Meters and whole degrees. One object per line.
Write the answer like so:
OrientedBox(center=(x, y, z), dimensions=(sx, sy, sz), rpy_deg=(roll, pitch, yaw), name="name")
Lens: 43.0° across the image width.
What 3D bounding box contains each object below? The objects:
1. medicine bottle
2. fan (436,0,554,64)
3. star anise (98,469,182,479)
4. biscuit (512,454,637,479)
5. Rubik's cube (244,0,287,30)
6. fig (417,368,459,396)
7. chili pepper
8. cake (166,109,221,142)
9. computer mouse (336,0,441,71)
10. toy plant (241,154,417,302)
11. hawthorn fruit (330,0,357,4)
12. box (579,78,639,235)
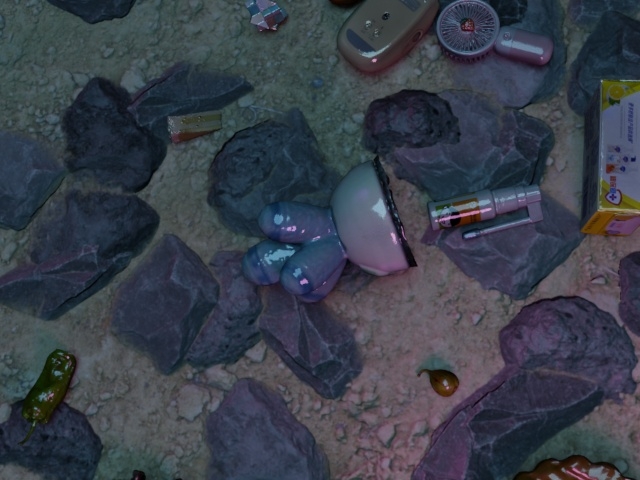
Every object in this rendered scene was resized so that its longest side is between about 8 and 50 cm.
OrientedBox(center=(0.328, -0.056, 1.615), dimensions=(0.220, 0.061, 0.092), rpy_deg=(-13, 99, 6), name="medicine bottle")
OrientedBox(center=(0.361, -0.421, 1.684), dimensions=(0.244, 0.074, 0.130), rpy_deg=(16, 79, 12), name="fan")
OrientedBox(center=(-0.352, 0.546, 1.565), dimensions=(0.220, 0.099, 0.214), rpy_deg=(3, 91, 5), name="star anise")
OrientedBox(center=(0.450, 0.544, 1.424), dimensions=(0.326, 0.107, 0.326), rpy_deg=(-3, 74, 11), name="biscuit")
OrientedBox(center=(-0.120, -0.497, 1.779), dimensions=(0.075, 0.084, 0.073), rpy_deg=(-35, 69, 17), name="Rubik's cube")
OrientedBox(center=(0.225, 0.267, 1.561), dimensions=(0.083, 0.050, 0.050), rpy_deg=(21, 81, 33), name="fig")
OrientedBox(center=(-0.567, 0.322, 1.662), dimensions=(0.072, 0.073, 0.204), rpy_deg=(10, 66, 30), name="chili pepper")
OrientedBox(center=(-0.272, -0.251, 1.759), dimensions=(0.121, 0.065, 0.052), rpy_deg=(-15, 77, -2), name="cake")
OrientedBox(center=(0.143, -0.458, 1.724), dimensions=(0.145, 0.082, 0.236), rpy_deg=(42, 84, 17), name="computer mouse")
OrientedBox(center=(0.000, 0.000, 1.571), dimensions=(0.332, 0.247, 0.247), rpy_deg=(-21, 74, 6), name="toy plant")
OrientedBox(center=(0.059, -0.550, 1.764), dimensions=(0.093, 0.081, 0.081), rpy_deg=(14, 79, 12), name="hawthorn fruit")
OrientedBox(center=(0.561, -0.154, 1.542), dimensions=(0.097, 0.168, 0.265), rpy_deg=(4, 76, 7), name="box")
